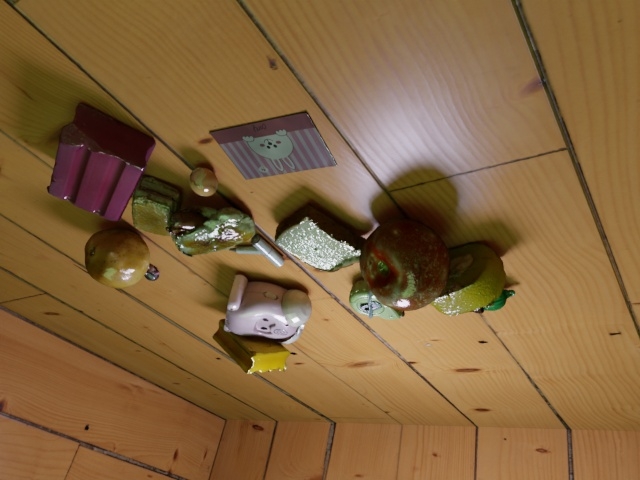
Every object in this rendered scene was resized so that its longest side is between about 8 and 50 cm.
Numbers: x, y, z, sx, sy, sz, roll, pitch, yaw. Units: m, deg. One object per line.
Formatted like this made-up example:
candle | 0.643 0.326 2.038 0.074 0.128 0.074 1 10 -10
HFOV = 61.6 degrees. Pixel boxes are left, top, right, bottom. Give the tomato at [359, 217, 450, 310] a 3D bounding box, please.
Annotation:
tomato | 0.254 0.066 1.564 0.223 0.270 0.270 -9 159 -31

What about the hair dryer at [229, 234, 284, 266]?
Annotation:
hair dryer | -0.240 0.043 1.903 0.183 0.044 0.155 -6 142 36

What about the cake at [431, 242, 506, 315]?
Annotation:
cake | 0.430 0.123 1.642 0.156 0.179 0.261 35 143 -32

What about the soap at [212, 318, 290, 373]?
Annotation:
soap | -0.294 0.441 2.273 0.204 0.096 0.324 5 -163 -40

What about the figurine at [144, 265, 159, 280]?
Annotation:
figurine | -0.710 0.119 2.173 0.072 0.054 0.129 -9 140 38

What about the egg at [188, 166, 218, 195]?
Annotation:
egg | -0.338 -0.169 1.570 0.080 0.080 0.096 -4 156 26

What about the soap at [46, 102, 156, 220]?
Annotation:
soap | -0.648 -0.211 1.572 0.233 0.128 0.359 25 146 -20

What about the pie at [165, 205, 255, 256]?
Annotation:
pie | -0.348 -0.027 1.733 0.275 0.105 0.257 -8 151 -9

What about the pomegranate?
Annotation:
pomegranate | -0.741 0.065 1.952 0.233 0.233 0.233 10 147 6

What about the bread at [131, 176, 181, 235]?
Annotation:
bread | -0.525 -0.103 1.719 0.138 0.102 0.196 16 146 -9

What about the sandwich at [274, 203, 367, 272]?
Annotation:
sandwich | 0.000 -0.001 1.696 0.251 0.087 0.226 32 142 -22

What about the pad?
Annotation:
pad | -0.127 -0.245 1.441 0.300 0.005 0.202 -5 143 26

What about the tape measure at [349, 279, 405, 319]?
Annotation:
tape measure | 0.192 0.214 1.937 0.175 0.106 0.200 -10 139 27

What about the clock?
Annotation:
clock | -0.212 0.289 2.154 0.326 0.184 0.342 13 153 -7

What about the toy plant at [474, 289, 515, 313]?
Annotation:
toy plant | 0.535 0.178 1.770 0.201 0.105 0.142 -18 127 14
